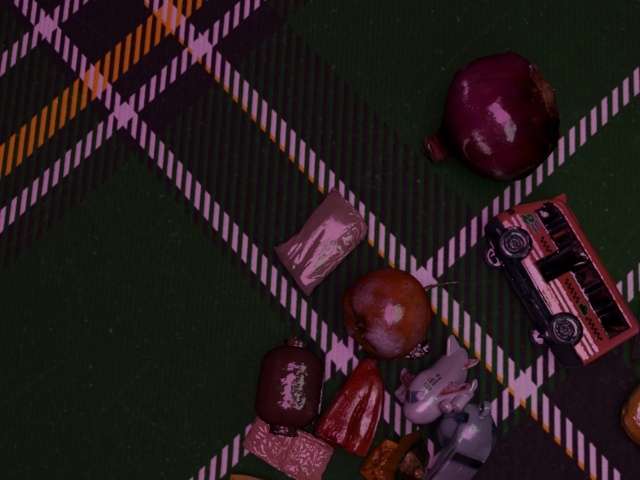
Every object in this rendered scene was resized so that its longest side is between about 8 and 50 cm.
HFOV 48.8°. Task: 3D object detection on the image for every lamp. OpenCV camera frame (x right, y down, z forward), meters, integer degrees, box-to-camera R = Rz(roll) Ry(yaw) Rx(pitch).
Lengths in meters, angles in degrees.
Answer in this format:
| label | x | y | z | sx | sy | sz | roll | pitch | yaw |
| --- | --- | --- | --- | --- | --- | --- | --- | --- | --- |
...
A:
| label | x | y | z | sx | sy | sz | roll | pitch | yaw |
| --- | --- | --- | --- | --- | --- | --- | --- | --- | --- |
| lamp | -0.073 | 0.375 | 1.819 | 0.180 | 0.180 | 0.258 | 8 | 72 | 6 |

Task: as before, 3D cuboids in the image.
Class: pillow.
| label | x | y | z | sx | sy | sz | roll | pitch | yaw |
| --- | --- | --- | --- | --- | --- | --- | --- | --- | --- |
| pillow | 0.000 | 0.000 | 1.933 | 0.270 | 0.067 | 0.173 | -45 | 75 | -4 |
| pillow | -0.085 | 0.548 | 1.859 | 0.232 | 0.043 | 0.126 | 28 | 89 | 6 |

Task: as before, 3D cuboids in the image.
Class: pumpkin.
| label | x | y | z | sx | sy | sz | roll | pitch | yaw |
| --- | --- | --- | --- | --- | --- | --- | --- | --- | --- |
| pumpkin | 0.207 | 0.557 | 1.739 | 0.126 | 0.248 | 0.131 | 46 | 66 | 3 |

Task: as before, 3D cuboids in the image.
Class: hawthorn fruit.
| label | x | y | z | sx | sy | sz | roll | pitch | yaw |
| --- | --- | --- | --- | --- | --- | --- | --- | --- | --- |
| hawthorn fruit | 0.172 | 0.182 | 1.823 | 0.235 | 0.263 | 0.231 | 29 | 117 | 19 |

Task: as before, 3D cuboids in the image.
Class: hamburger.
| label | x | y | z | sx | sy | sz | roll | pitch | yaw |
| --- | --- | --- | --- | --- | --- | --- | --- | --- | --- |
| hamburger | 0.866 | 0.436 | 1.768 | 0.213 | 0.108 | 0.214 | -1 | 84 | 7 |

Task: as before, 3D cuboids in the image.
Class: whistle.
| label | x | y | z | sx | sy | sz | roll | pitch | yaw |
| --- | --- | --- | --- | --- | --- | --- | --- | --- | --- |
| whistle | 0.353 | 0.511 | 1.790 | 0.163 | 0.163 | 0.290 | 32 | 118 | 9 |

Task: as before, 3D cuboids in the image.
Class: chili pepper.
| label | x | y | z | sx | sy | sz | roll | pitch | yaw |
| --- | --- | --- | --- | --- | --- | --- | --- | --- | --- |
| chili pepper | 0.104 | 0.430 | 1.834 | 0.144 | 0.136 | 0.253 | 21 | 73 | 36 |

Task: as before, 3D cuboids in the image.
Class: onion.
| label | x | y | z | sx | sy | sz | roll | pitch | yaw |
| --- | --- | --- | --- | --- | --- | --- | --- | --- | --- |
| onion | 0.426 | -0.296 | 1.852 | 0.385 | 0.348 | 0.348 | -24 | 77 | 36 |

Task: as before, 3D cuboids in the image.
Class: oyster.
| label | x | y | z | sx | sy | sz | roll | pitch | yaw |
| --- | --- | --- | --- | --- | --- | --- | --- | --- | --- |
| oyster | 0.229 | 0.291 | 1.881 | 0.132 | 0.029 | 0.086 | -33 | 79 | -3 |

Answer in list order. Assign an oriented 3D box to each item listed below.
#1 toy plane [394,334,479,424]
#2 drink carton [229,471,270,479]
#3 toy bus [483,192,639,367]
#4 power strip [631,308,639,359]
| label | x | y | z | sx | sy | sz | roll | pitch | yaw |
| --- | --- | --- | --- | --- | --- | --- | --- | --- | --- |
| toy plane | 0.295 | 0.359 | 1.781 | 0.252 | 0.252 | 0.118 | -33 | 110 | -1 |
| drink carton | -0.138 | 0.657 | 1.822 | 0.200 | 0.084 | 0.074 | 12 | 78 | 11 |
| toy bus | 0.604 | 0.098 | 1.800 | 0.233 | 0.203 | 0.427 | -26 | 80 | -5 |
| power strip | 0.866 | 0.164 | 1.816 | 0.058 | 0.098 | 0.338 | 13 | 81 | 10 |
